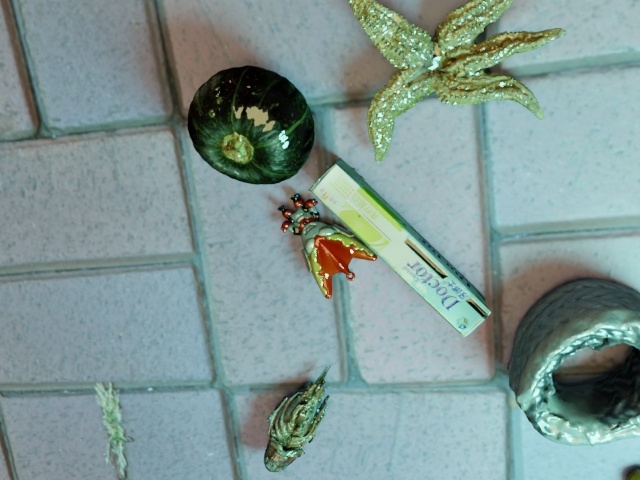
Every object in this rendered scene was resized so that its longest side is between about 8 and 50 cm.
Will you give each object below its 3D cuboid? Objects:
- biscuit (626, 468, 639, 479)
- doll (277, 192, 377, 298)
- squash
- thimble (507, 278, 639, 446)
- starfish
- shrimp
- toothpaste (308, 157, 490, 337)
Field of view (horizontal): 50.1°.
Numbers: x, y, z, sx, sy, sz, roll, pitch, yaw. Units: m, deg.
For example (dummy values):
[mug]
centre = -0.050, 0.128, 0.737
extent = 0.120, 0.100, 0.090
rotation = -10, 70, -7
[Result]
[biscuit]
centre = 0.664, 0.483, 1.135
extent = 0.291, 0.062, 0.236
rotation = -3, 107, 13
[doll]
centre = 0.000, 0.000, 1.125
extent = 0.109, 0.057, 0.169
rotation = -40, 82, 2
[squash]
centre = -0.104, -0.173, 1.042
extent = 0.193, 0.155, 0.193
rotation = -1, 124, -2
[thimble]
centre = 0.410, 0.187, 1.045
extent = 0.246, 0.157, 0.217
rotation = -35, 97, 19
[starfish]
centre = 0.195, -0.281, 0.988
extent = 0.294, 0.084, 0.301
rotation = -9, 108, 9
[shrimp]
centre = -0.040, 0.311, 1.214
extent = 0.090, 0.079, 0.232
rotation = 28, 104, -3
[toothpaste]
centre = 0.128, 0.009, 1.087
extent = 0.336, 0.081, 0.067
rotation = 43, 106, -4
